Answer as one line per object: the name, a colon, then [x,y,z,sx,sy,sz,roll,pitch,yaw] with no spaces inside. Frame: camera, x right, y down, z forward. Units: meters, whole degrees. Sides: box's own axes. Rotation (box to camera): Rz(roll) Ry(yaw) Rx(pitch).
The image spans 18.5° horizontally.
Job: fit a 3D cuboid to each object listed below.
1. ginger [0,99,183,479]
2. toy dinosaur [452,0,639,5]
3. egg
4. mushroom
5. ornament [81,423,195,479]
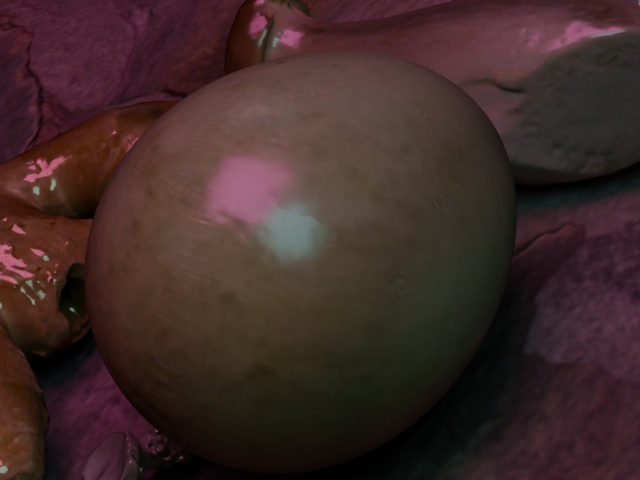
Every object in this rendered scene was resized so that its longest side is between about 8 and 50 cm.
ginger: [-0.214,0.005,1.276,0.348,0.122,0.363,18,55,33]
toy dinosaur: [0.200,-0.158,1.333,0.383,0.076,0.129,-1,70,34]
egg: [0.000,0.000,1.094,0.218,0.218,0.295,10,36,35]
mushroom: [0.089,-0.105,1.281,0.350,0.128,0.128,9,42,33]
ornament: [-0.111,0.131,1.120,0.092,0.041,0.068,-32,12,0]
